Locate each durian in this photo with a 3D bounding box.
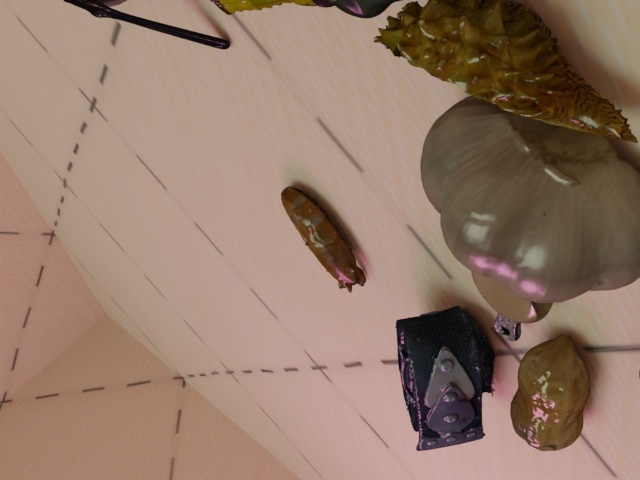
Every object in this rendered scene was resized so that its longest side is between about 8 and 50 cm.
[{"bbox_3d":[0.152,-0.144,0.644,0.224,0.078,0.140,28,-164,16],"label":"durian"}]

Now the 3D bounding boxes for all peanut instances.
[{"bbox_3d":[0.274,0.190,0.980,0.100,0.099,0.214,35,149,28],"label":"peanut"}]

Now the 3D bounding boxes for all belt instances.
[{"bbox_3d":[0.171,0.174,1.098,0.218,0.129,0.122,77,-179,-47],"label":"belt"}]

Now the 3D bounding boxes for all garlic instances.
[{"bbox_3d":[0.180,-0.019,0.732,0.230,0.142,0.178,27,150,23],"label":"garlic"}]

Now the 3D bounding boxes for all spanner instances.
[{"bbox_3d":[-0.213,-0.270,1.023,0.209,0.012,0.046,13,175,-17],"label":"spanner"}]

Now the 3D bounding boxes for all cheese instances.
[{"bbox_3d":[0.217,0.062,0.913,0.092,0.048,0.171,26,149,47],"label":"cheese"}]

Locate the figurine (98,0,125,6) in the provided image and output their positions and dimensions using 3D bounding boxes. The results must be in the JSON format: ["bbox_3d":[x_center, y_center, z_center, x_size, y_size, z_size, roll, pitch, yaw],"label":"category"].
[{"bbox_3d":[-0.253,-0.378,0.930,0.176,0.133,0.236,58,162,-3],"label":"figurine"}]

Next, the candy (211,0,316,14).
[{"bbox_3d":[-0.122,-0.319,0.778,0.187,0.081,0.297,15,161,45],"label":"candy"}]

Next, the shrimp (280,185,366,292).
[{"bbox_3d":[0.003,-0.002,1.211,0.187,0.052,0.132,57,175,-9],"label":"shrimp"}]

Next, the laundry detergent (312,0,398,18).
[{"bbox_3d":[0.033,-0.258,0.684,0.144,0.078,0.222,54,159,-11],"label":"laundry detergent"}]
